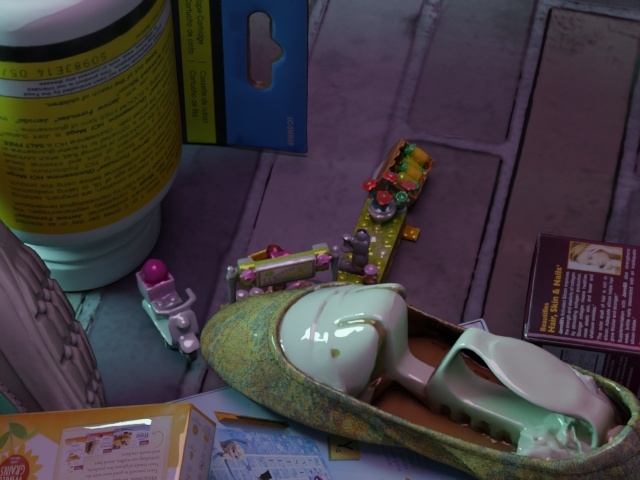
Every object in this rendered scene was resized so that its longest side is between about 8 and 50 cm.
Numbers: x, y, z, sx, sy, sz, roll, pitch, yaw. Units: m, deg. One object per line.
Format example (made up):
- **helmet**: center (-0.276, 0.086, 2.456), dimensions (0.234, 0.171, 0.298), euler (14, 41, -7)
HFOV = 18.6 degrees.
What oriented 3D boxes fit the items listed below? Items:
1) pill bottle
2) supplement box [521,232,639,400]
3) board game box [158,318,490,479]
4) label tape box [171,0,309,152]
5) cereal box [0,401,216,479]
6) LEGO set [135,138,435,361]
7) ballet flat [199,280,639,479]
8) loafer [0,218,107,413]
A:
- **pill bottle**: center (-0.202, -0.117, 1.485), dimensions (0.188, 0.334, 0.188), euler (0, 50, 0)
- **supplement box**: center (0.250, 0.068, 1.497), dimensions (0.188, 0.081, 0.104), euler (8, 52, 6)
- **board game box**: center (0.023, 0.230, 1.375), dimensions (0.318, 0.066, 0.319), euler (-14, 52, -11)
- **label tape box**: center (-0.171, -0.199, 1.614), dimensions (0.333, 0.241, 0.106), euler (4, 49, 2)
- **cereal box**: center (-0.170, 0.231, 1.323), dimensions (0.173, 0.047, 0.240), euler (-5, 61, 25)
- **LEGO set**: center (0.000, 0.000, 1.536), dimensions (0.287, 0.107, 0.132), euler (-30, 57, -22)
- **ballet flat**: center (0.075, 0.093, 1.371), dimensions (0.348, 0.123, 0.123), euler (22, 54, 18)
- **loafer**: center (-0.270, 0.031, 1.430), dimensions (0.111, 0.319, 0.112), euler (-31, 15, 10)
